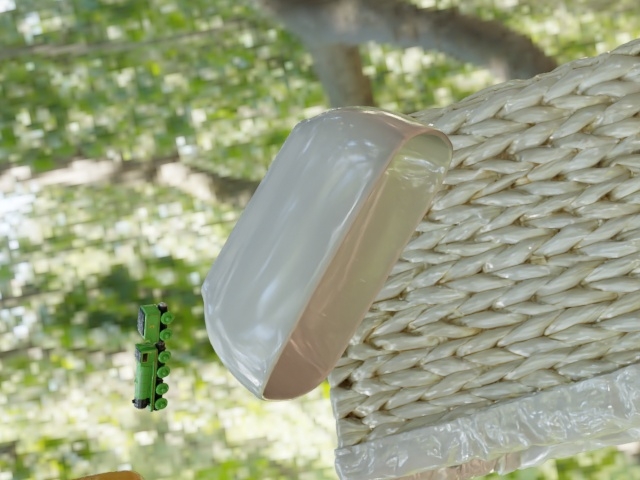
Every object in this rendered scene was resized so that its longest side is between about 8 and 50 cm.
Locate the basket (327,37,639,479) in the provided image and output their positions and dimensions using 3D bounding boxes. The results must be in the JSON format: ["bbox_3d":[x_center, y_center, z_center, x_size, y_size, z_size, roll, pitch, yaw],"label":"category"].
[{"bbox_3d":[0.197,0.030,1.252,0.328,0.331,0.266,9,-113,-62],"label":"basket"}]

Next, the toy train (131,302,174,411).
[{"bbox_3d":[-0.113,0.079,1.086,0.017,0.024,0.083,45,135,52],"label":"toy train"}]

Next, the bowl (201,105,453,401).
[{"bbox_3d":[0.000,0.000,0.743,0.142,0.053,0.142,-60,-14,5],"label":"bowl"}]

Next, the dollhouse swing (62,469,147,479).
[{"bbox_3d":[-0.103,0.364,0.968,0.315,0.347,0.305,50,179,29],"label":"dollhouse swing"}]
